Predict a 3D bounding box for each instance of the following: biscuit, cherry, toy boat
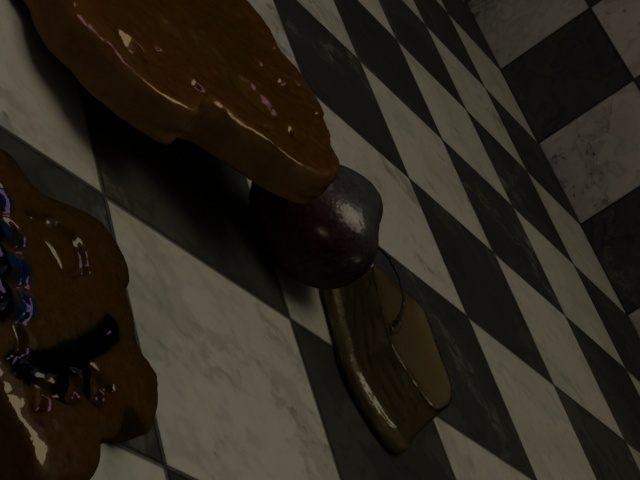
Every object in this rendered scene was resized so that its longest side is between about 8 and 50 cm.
[{"bbox_3d":[-0.202,0.012,0.827,0.301,0.043,0.278,46,20,-29],"label":"biscuit"},{"bbox_3d":[-0.003,-0.006,1.274,0.188,0.115,0.148,-82,149,-58],"label":"cherry"},{"bbox_3d":[0.069,0.115,1.326,0.116,0.061,0.188,41,23,-40],"label":"toy boat"},{"bbox_3d":[-0.130,-0.168,1.228,0.312,0.057,0.351,11,37,-49],"label":"biscuit"}]
